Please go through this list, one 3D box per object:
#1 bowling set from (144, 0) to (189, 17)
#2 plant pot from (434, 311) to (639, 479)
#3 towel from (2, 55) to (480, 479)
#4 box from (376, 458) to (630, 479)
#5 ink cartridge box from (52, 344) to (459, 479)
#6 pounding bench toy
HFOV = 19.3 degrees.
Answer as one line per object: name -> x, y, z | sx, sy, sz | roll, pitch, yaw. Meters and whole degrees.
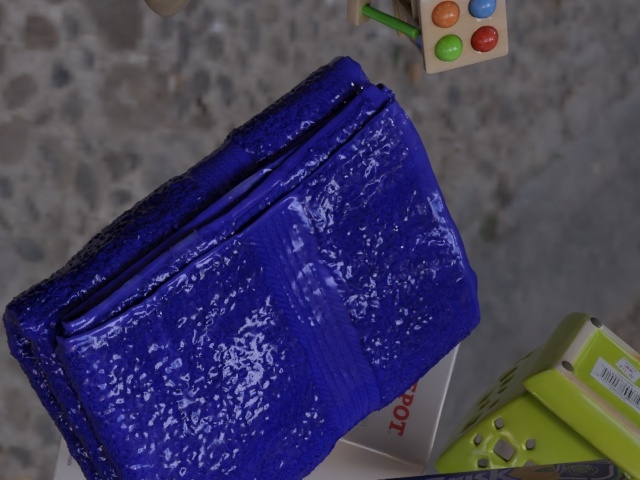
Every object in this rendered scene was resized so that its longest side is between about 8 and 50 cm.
bowling set -> -0.200, -0.330, 1.787 | 0.287, 0.154, 0.200 | 42, 20, -12
plant pot -> 0.313, 0.237, 2.325 | 0.207, 0.228, 0.227 | -53, 175, 33
towel -> -0.034, 0.051, 1.222 | 0.308, 0.076, 0.228 | -38, 114, -26
box -> 0.123, 0.189, 1.272 | 0.169, 0.054, 0.059 | -4, 103, -11
ink cartridge box -> -0.046, 0.127, 1.491 | 0.198, 0.270, 0.197 | -70, 178, -47
pounding bench toy -> 0.063, -0.134, 1.121 | 0.083, 0.065, 0.052 | -15, 125, -10
